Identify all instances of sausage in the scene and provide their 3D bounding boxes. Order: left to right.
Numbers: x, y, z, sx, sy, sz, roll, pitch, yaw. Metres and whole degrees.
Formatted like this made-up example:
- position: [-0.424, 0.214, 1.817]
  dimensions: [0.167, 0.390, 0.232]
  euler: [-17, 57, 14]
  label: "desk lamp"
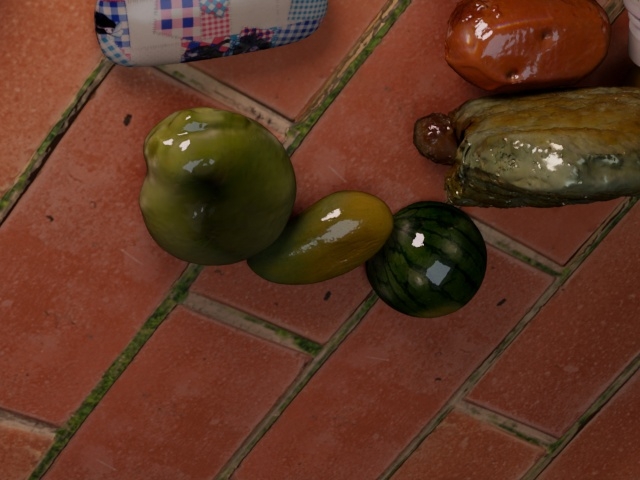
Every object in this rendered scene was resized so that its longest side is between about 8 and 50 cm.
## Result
- position: [0.313, -0.301, 1.980]
  dimensions: [0.268, 0.141, 0.153]
  euler: [-7, 114, -20]
  label: "sausage"

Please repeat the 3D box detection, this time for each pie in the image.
- position: [0.370, -0.131, 1.962]
  dimensions: [0.395, 0.418, 0.180]
  euler: [-10, 102, -18]
  label: "pie"

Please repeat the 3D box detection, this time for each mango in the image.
- position: [0.005, 0.004, 2.119]
  dimensions: [0.237, 0.091, 0.137]
  euler: [-30, 127, 8]
  label: "mango"

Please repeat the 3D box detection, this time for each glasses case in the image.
- position: [-0.145, -0.314, 1.808]
  dimensions: [0.327, 0.076, 0.125]
  euler: [-12, 132, -17]
  label: "glasses case"

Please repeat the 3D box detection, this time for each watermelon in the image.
- position: [0.182, 0.045, 2.209]
  dimensions: [0.204, 0.127, 0.232]
  euler: [-35, 127, 9]
  label: "watermelon"

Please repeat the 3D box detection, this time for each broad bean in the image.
- position: [-0.157, -0.078, 1.961]
  dimensions: [0.238, 0.119, 0.291]
  euler: [-41, 134, -3]
  label: "broad bean"

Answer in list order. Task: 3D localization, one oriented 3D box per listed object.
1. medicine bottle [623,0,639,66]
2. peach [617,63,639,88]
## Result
- position: [0.541, -0.407, 1.992]
  dimensions: [0.170, 0.170, 0.293]
  euler: [-17, 131, -12]
  label: "medicine bottle"
- position: [0.588, -0.205, 2.188]
  dimensions: [0.251, 0.153, 0.251]
  euler: [-11, 122, -18]
  label: "peach"
